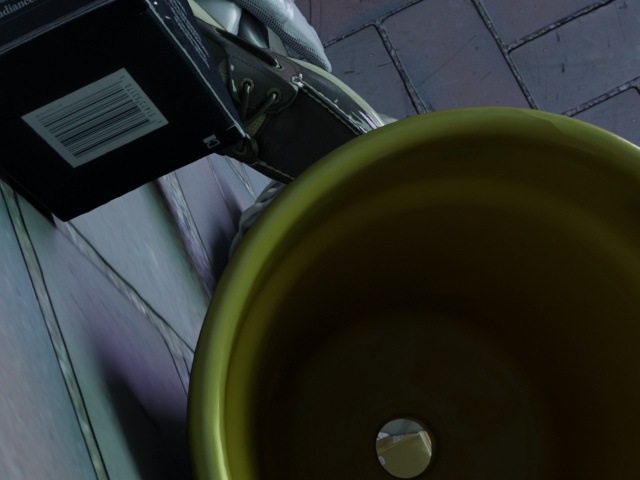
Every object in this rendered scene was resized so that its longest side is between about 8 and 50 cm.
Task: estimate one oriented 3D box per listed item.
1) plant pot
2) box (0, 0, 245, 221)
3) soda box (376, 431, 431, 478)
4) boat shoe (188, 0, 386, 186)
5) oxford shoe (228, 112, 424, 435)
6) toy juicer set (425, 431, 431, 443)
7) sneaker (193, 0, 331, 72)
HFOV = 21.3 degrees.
[{"bbox_3d":[0.059,0.090,0.784,0.254,0.254,0.239,65,-12,7],"label":"plant pot"},{"bbox_3d":[-0.115,-0.112,0.678,0.156,0.093,0.158,56,10,-69],"label":"box"},{"bbox_3d":[0.096,0.244,1.394,0.181,0.058,0.061,63,4,-2],"label":"soda box"},{"bbox_3d":[-0.057,-0.086,1.025,0.223,0.080,0.073,34,23,6],"label":"boat shoe"},{"bbox_3d":[0.000,0.000,1.201,0.449,0.130,0.169,-106,-151,-71],"label":"oxford shoe"},{"bbox_3d":[0.145,0.278,1.584,0.209,0.089,0.329,63,5,-17],"label":"toy juicer set"},{"bbox_3d":[-0.078,-0.170,1.254,0.210,0.137,0.366,66,10,16],"label":"sneaker"}]
